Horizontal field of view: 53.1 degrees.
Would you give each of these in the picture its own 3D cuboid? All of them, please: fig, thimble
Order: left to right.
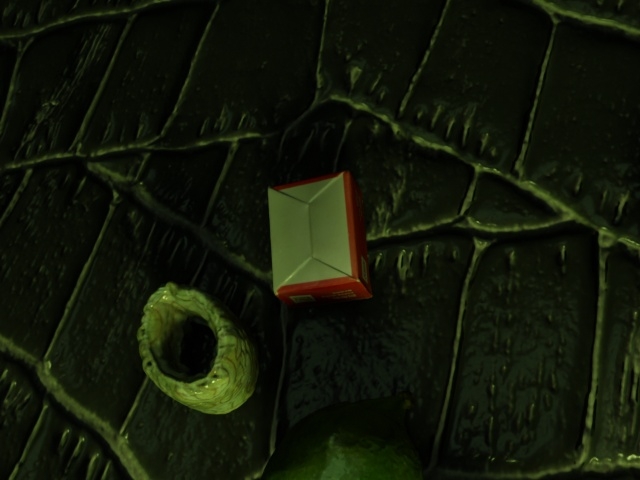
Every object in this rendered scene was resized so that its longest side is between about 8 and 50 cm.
[{"bbox_3d":[-0.171,0.145,0.902,0.137,0.143,0.190,-28,63,2],"label":"thimble"},{"bbox_3d":[0.045,0.279,0.806,0.203,0.203,0.235,13,31,19],"label":"fig"}]

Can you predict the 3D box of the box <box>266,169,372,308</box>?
[{"bbox_3d":[0.000,0.000,0.951,0.133,0.099,0.182,-11,66,12],"label":"box"}]
